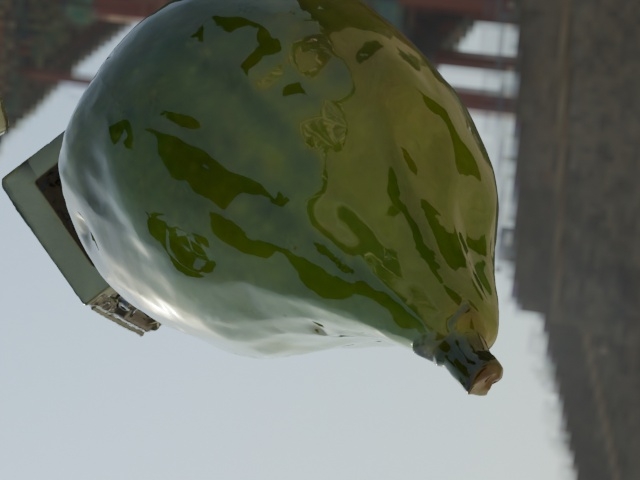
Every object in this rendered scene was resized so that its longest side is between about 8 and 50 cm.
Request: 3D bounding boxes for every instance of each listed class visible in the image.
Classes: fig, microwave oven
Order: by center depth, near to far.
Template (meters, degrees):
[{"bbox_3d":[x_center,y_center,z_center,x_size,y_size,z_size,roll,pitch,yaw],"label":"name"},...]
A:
[{"bbox_3d":[0.003,-0.005,1.107,0.233,0.314,0.233,-38,-22,-18],"label":"fig"},{"bbox_3d":[-0.094,-0.043,1.404,0.208,0.122,0.162,-37,-17,3],"label":"microwave oven"}]

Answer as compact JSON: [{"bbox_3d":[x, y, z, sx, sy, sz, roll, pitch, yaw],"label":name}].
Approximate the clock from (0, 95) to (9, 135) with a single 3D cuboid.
[{"bbox_3d":[-0.210,-0.131,0.898,0.062,0.191,0.151,-26,-51,-13],"label":"clock"}]
